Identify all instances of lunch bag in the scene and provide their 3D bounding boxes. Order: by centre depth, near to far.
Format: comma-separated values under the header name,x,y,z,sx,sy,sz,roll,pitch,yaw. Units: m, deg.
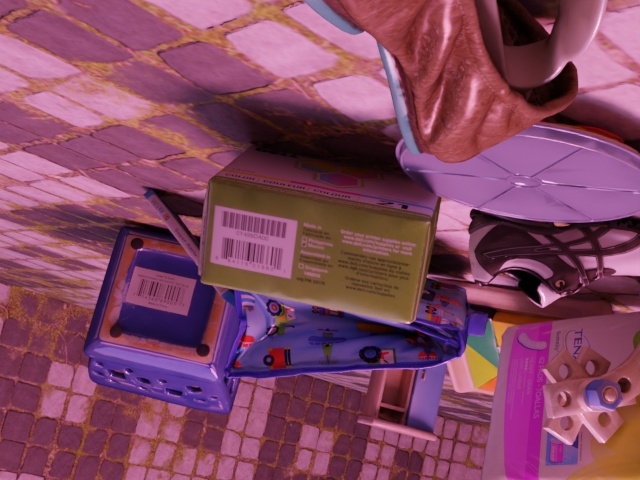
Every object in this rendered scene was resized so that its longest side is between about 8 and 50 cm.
name,x,y,z,sx,sy,sz,roll,pitch,yaw
lunch bag,0.054,0.094,1.124,0.293,0.138,0.221,6,-171,7

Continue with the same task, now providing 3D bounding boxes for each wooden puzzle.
name,x,y,z,sx,sy,sz,roll,pitch,yaw
wooden puzzle,0.275,0.154,1.246,0.239,0.044,0.220,4,133,28

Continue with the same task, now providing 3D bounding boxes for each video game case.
name,x,y,z,sx,sy,sz,roll,pitch,yaw
video game case,-0.151,0.017,1.148,0.166,0.015,0.119,50,177,17

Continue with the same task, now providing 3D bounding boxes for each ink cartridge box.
name,x,y,z,sx,sy,sz,roll,pitch,yaw
ink cartridge box,0.016,-0.030,0.867,0.189,0.097,0.255,11,-159,9

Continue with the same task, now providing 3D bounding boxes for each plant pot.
name,x,y,z,sx,sy,sz,roll,pitch,yaw
plant pot,-0.223,0.112,1.393,0.236,0.235,0.212,13,160,0

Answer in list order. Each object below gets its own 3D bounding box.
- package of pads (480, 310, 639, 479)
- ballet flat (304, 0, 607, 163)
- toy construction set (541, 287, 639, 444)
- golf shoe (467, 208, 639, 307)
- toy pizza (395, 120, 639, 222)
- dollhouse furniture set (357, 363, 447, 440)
name,x,y,z,sx,sy,sz,roll,pitch,yaw
package of pads,0.342,0.192,1.048,0.297,0.229,0.101,-10,136,32
ballet flat,0.060,-0.122,0.392,0.124,0.116,0.342,-12,160,16
toy construction set,0.366,0.128,0.879,0.151,0.214,0.328,21,165,-28
golf shoe,0.229,0.022,0.842,0.198,0.093,0.077,11,166,2
toy pizza,0.158,-0.058,0.702,0.201,0.032,0.201,11,167,3
dollhouse furniture set,0.178,0.197,1.408,0.287,0.198,0.303,20,165,-30
